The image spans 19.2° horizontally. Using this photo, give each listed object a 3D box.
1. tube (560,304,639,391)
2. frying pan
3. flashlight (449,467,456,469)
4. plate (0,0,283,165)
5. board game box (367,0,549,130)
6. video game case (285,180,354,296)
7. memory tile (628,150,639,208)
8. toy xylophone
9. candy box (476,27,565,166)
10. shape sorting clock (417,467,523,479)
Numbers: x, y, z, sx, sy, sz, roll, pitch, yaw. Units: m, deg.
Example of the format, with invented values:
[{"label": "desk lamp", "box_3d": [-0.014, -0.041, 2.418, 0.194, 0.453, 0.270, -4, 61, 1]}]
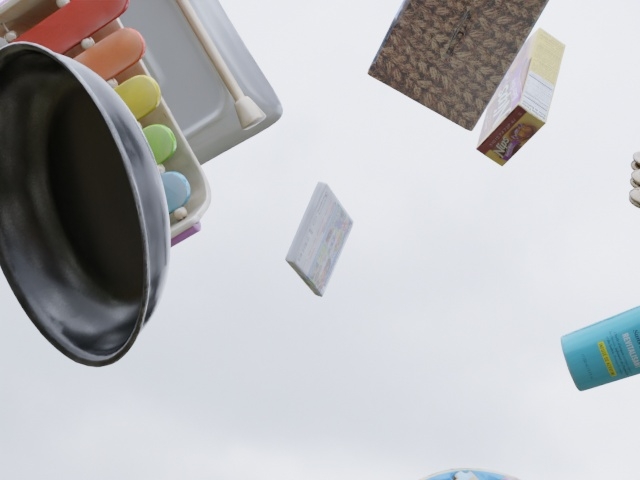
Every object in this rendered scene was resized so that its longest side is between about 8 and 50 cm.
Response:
[{"label": "tube", "box_3d": [0.315, 0.075, 1.654, 0.207, 0.052, 0.080, -21, -72, 13]}, {"label": "frying pan", "box_3d": [-0.186, -0.031, 1.168, 0.053, 0.197, 0.326, -18, 18, -33]}, {"label": "flashlight", "box_3d": [0.212, 0.419, 2.256, 0.304, 0.103, 0.103, 53, -31, 9]}, {"label": "plate", "box_3d": [-0.227, -0.193, 2.205, 0.277, 0.278, 0.045, -30, 6, 8]}, {"label": "board game box", "box_3d": [0.200, -0.314, 2.184, 0.141, 0.291, 0.232, 29, -45, 1]}, {"label": "video game case", "box_3d": [0.000, 0.000, 1.893, 0.011, 0.087, 0.122, 19, -12, 20]}, {"label": "memory tile", "box_3d": [0.351, -0.043, 1.703, 0.148, 0.113, 0.012, 12, -63, 6]}, {"label": "toy xylophone", "box_3d": [-0.208, -0.145, 1.978, 0.236, 0.322, 0.081, -39, -6, 19]}, {"label": "candy box", "box_3d": [0.284, -0.204, 2.681, 0.053, 0.186, 0.109, 33, -47, -11]}, {"label": "shape sorting clock", "box_3d": [0.153, 0.297, 1.755, 0.206, 0.206, 0.040, 15, -45, -2]}]
